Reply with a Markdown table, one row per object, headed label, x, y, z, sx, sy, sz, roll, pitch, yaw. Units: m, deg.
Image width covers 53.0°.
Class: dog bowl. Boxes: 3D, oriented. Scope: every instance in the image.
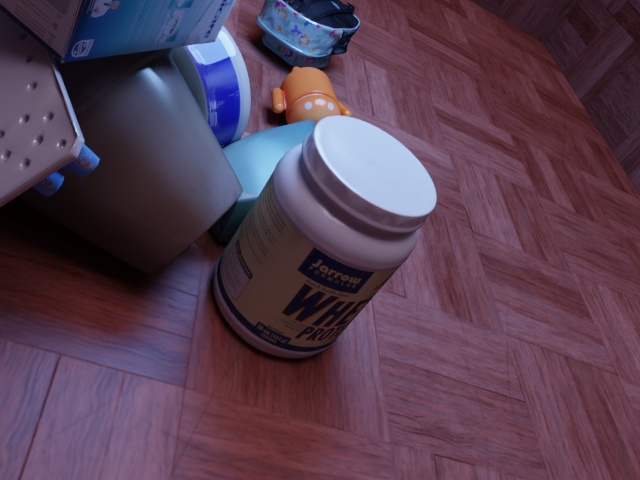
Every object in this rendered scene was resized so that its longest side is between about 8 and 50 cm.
| label | x | y | z | sx | sy | sz | roll | pitch | yaw |
| --- | --- | --- | --- | --- | --- | --- | --- | --- | --- |
| dog bowl | -0.251 | -0.257 | 1.087 | 0.265 | 0.265 | 0.104 | 44 | 43 | 11 |

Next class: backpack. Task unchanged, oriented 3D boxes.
| label | x | y | z | sx | sy | sz | roll | pitch | yaw |
| --- | --- | --- | --- | --- | --- | --- | --- | --- | --- |
| backpack | -0.045 | -0.565 | 1.683 | 0.225 | 0.191 | 0.253 | 39 | 28 | 8 |

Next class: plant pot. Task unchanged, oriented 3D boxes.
| label | x | y | z | sx | sy | sz | roll | pitch | yaw |
| --- | --- | --- | --- | --- | --- | --- | --- | --- | --- |
| plant pot | -0.275 | -0.111 | 0.924 | 0.280 | 0.323 | 0.323 | 48 | 34 | -12 |
| plant pot | -0.092 | -0.091 | 1.142 | 0.234 | 0.166 | 0.165 | -16 | 60 | -40 |

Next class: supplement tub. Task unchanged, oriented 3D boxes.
| label | x | y | z | sx | sy | sz | roll | pitch | yaw |
| --- | --- | --- | --- | --- | --- | --- | --- | --- | --- |
| supplement tub | 0.000 | 0.000 | 0.970 | 0.235 | 0.325 | 0.235 | 22 | 38 | -19 |

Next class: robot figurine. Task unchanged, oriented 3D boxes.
| label | x | y | z | sx | sy | sz | roll | pitch | yaw |
| --- | --- | --- | --- | --- | --- | --- | --- | --- | --- |
| robot figurine | -0.021 | -0.309 | 1.469 | 0.158 | 0.128 | 0.219 | 38 | 27 | -42 |

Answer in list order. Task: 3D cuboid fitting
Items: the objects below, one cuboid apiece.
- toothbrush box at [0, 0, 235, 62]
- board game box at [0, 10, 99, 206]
| label | x | y | z | sx | sy | sz | roll | pitch | yaw |
| --- | --- | --- | --- | --- | --- | --- | --- | --- | --- |
| toothbrush box | -0.253 | -0.337 | 0.753 | 0.216 | 0.126 | 0.295 | 40 | 32 | 5 |
| board game box | -0.463 | -0.124 | 0.728 | 0.390 | 0.390 | 0.050 | 60 | 4 | 30 |
